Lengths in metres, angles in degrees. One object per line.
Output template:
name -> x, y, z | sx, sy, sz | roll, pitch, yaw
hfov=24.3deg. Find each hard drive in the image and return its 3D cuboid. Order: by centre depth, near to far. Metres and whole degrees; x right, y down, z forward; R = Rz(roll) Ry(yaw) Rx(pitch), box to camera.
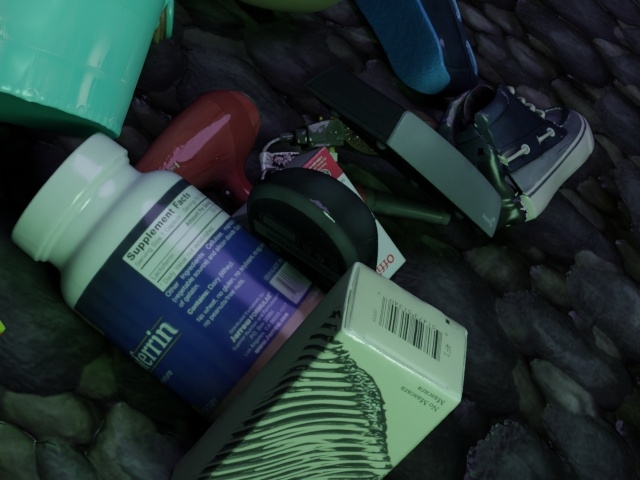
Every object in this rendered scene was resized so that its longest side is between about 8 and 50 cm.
hard drive -> 0.103, -0.104, 1.699 | 0.172, 0.054, 0.255 | 38, 1, 40

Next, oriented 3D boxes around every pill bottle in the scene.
pill bottle -> -0.130, 0.034, 1.304 | 0.265, 0.153, 0.153 | 39, 31, 0

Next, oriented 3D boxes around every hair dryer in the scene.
hair dryer -> -0.072, -0.052, 1.522 | 0.294, 0.080, 0.223 | 4, 61, -30

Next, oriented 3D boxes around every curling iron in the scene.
curling iron -> 0.043, -0.037, 1.693 | 0.274, 0.035, 0.068 | 7, 50, -41

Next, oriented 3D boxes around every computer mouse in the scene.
computer mouse -> -0.010, 0.003, 1.358 | 0.188, 0.272, 0.072 | 36, 67, 8

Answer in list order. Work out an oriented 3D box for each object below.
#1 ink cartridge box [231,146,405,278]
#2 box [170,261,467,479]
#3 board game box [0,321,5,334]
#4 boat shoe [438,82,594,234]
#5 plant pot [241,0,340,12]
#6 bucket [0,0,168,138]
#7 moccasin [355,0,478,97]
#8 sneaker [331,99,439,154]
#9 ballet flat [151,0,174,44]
ink cartridge box -> 0.000, 0.000, 1.494 | 0.109, 0.063, 0.150 | -45, 106, -32
box -> -0.010, 0.152, 1.159 | 0.113, 0.275, 0.094 | 31, 32, -12
board game box -> -0.327, 0.033, 1.155 | 0.181, 0.092, 0.043 | 51, 34, 18
boat shoe -> 0.255, -0.146, 1.919 | 0.158, 0.127, 0.340 | 67, 28, -15
plant pot -> -0.037, -0.399, 1.888 | 0.191, 0.284, 0.284 | 49, 20, -41
bucket -> -0.276, -0.206, 1.324 | 0.281, 0.183, 0.281 | 13, -4, 1
moccasin -> 0.126, -0.332, 2.095 | 0.117, 0.138, 0.342 | 13, 54, -43
sneaker -> 0.074, -0.145, 1.853 | 0.188, 0.066, 0.071 | 16, 21, -41
ballet flat -> -0.226, -0.352, 1.744 | 0.124, 0.116, 0.342 | 7, 47, -9
